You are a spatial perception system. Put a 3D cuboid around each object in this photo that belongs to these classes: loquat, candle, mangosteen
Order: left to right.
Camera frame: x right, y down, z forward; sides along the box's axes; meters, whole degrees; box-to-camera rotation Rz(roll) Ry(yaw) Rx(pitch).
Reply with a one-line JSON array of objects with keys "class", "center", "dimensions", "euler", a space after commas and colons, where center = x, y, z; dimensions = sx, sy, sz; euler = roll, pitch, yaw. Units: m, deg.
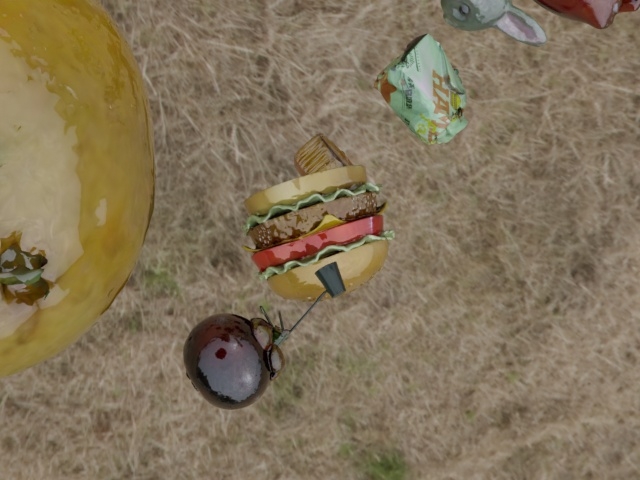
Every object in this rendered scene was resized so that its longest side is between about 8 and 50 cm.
[{"class": "loquat", "center": [-0.221, -0.045, 0.448], "dimensions": [0.263, 0.263, 0.263], "euler": [-5, 111, -12]}, {"class": "mangosteen", "center": [-0.100, 0.145, 1.004], "dimensions": [0.140, 0.140, 0.140], "euler": [-5, 111, -12]}, {"class": "candle", "center": [0.141, -0.256, 0.688], "dimensions": [0.084, 0.302, 0.059], "euler": [-11, 129, -45]}]

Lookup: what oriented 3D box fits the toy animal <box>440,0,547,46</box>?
[{"class": "toy animal", "center": [0.194, -0.340, 1.030], "dimensions": [0.125, 0.127, 0.251], "euler": [-26, 100, 43]}]

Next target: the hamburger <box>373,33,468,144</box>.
[{"class": "hamburger", "center": [0.228, -0.316, 1.692], "dimensions": [0.125, 0.235, 0.214], "euler": [-27, 111, 37]}]

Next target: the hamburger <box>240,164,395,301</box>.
[{"class": "hamburger", "center": [0.000, 0.000, 1.424], "dimensions": [0.274, 0.274, 0.212], "euler": [-16, 87, -8]}]

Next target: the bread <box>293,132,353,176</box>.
[{"class": "bread", "center": [0.022, -0.141, 1.764], "dimensions": [0.104, 0.199, 0.199], "euler": [-39, 115, 10]}]

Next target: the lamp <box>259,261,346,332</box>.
[{"class": "lamp", "center": [-0.016, 0.080, 1.041], "dimensions": [0.121, 0.041, 0.054], "euler": [-34, 77, 22]}]
